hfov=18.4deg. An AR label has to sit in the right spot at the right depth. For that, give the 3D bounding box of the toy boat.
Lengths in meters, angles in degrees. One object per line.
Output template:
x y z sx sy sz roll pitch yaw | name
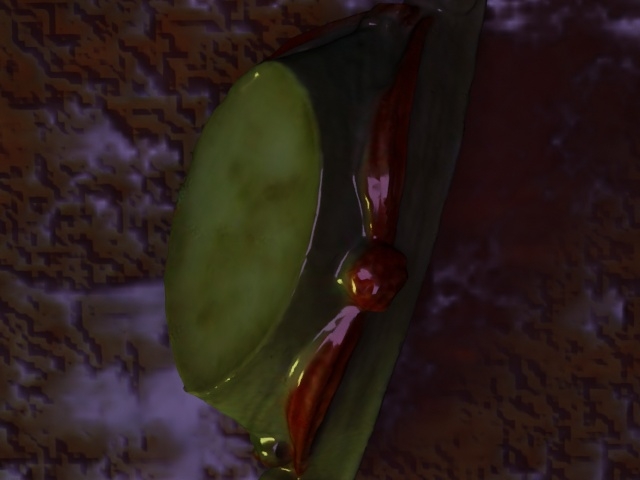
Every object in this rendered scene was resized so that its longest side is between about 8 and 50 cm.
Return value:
-0.001 -0.001 0.586 0.089 0.071 0.185 23 100 41 | toy boat
